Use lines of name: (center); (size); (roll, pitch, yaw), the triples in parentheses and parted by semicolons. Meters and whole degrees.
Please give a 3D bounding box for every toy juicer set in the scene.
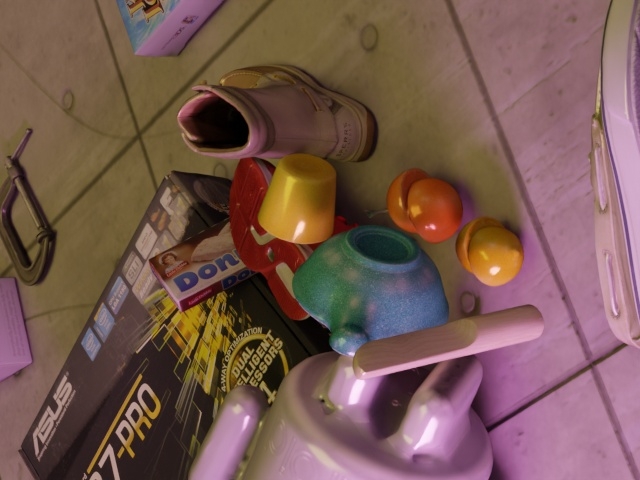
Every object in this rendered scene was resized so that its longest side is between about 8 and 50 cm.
toy juicer set: (0.079, 0.042, 1.579); (0.329, 0.209, 0.089); (-116, 33, -55)

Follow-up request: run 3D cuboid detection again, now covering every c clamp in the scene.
c clamp: (-0.361, -0.032, 2.274); (0.137, 0.022, 0.161); (-50, 55, 40)

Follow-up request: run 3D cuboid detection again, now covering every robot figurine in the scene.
robot figurine: (0.025, 0.240, 1.673); (0.300, 0.200, 0.353); (28, 118, 15)

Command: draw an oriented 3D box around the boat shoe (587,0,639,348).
boat shoe: (0.248, -0.055, 1.455); (0.094, 0.109, 0.302); (-1, 95, 53)

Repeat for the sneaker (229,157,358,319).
sneaker: (0.000, 0.000, 1.761); (0.221, 0.128, 0.087); (63, 141, 44)

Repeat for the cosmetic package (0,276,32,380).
cosmetic package: (-0.460, 0.136, 2.361); (0.231, 0.085, 0.117); (-27, 72, 47)

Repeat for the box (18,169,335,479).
box: (-0.134, 0.178, 1.917); (0.318, 0.097, 0.395); (52, 122, 38)

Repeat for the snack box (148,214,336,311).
snack box: (-0.073, 0.004, 1.810); (0.064, 0.178, 0.022); (51, 161, 35)

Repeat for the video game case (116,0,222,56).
video game case: (-0.157, -0.371, 1.968); (0.244, 0.061, 0.269); (-42, 61, 45)

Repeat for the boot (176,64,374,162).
boot: (-0.074, -0.124, 1.797); (0.213, 0.165, 0.077); (25, 111, 46)
